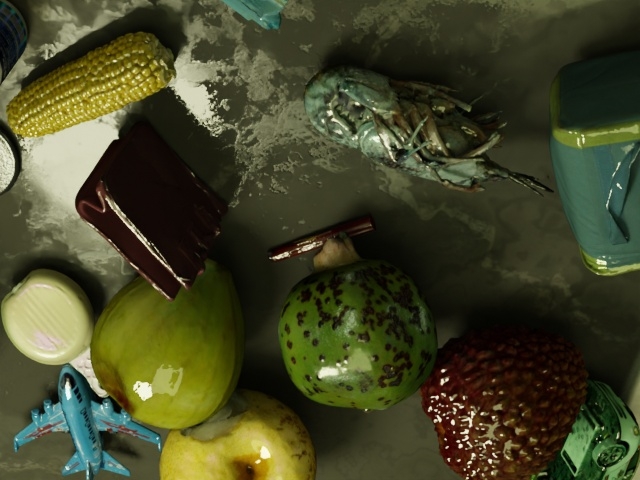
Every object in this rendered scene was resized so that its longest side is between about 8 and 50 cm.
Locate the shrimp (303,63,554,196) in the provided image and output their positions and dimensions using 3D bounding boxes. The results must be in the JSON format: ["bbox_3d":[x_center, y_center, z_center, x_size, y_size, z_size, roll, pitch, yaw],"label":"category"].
[{"bbox_3d":[0.152,-0.140,1.576,0.372,0.172,0.137,15,117,3],"label":"shrimp"}]

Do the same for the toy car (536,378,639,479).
[{"bbox_3d":[0.449,0.368,1.902,0.125,0.136,0.306,-3,126,-19],"label":"toy car"}]

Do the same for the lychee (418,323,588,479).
[{"bbox_3d":[0.290,0.243,1.780,0.271,0.271,0.271,2,123,3],"label":"lychee"}]

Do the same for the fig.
[{"bbox_3d":[-0.216,0.147,1.752,0.239,0.239,0.271,29,103,-14],"label":"fig"}]

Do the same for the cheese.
[{"bbox_3d":[-0.402,0.153,1.820,0.137,0.064,0.227,-41,91,1],"label":"cheese"}]

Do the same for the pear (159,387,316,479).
[{"bbox_3d":[-0.137,0.368,1.874,0.271,0.271,0.271,2,123,3],"label":"pear"}]

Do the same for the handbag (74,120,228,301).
[{"bbox_3d":[-0.238,-0.043,1.650,0.074,0.203,0.216,-28,116,29],"label":"handbag"}]

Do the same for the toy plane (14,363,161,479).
[{"bbox_3d":[-0.397,0.302,1.937,0.254,0.105,0.271,0,121,4],"label":"toy plane"}]

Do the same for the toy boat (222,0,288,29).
[{"bbox_3d":[-0.119,-0.375,1.511,0.215,0.088,0.102,35,84,-16],"label":"toy boat"}]

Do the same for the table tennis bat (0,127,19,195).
[{"bbox_3d":[-0.562,-0.143,1.714,0.236,0.027,0.150,28,120,-15],"label":"table tennis bat"}]

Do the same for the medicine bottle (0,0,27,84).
[{"bbox_3d":[-0.467,-0.248,1.540,0.107,0.191,0.107,2,122,3],"label":"medicine bottle"}]

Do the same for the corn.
[{"bbox_3d":[-0.323,-0.214,1.613,0.260,0.091,0.091,-22,115,19],"label":"corn"}]

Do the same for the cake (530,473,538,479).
[{"bbox_3d":[0.316,0.370,1.927,0.099,0.100,0.235,11,123,-3],"label":"cake"}]

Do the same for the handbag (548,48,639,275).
[{"bbox_3d":[0.444,-0.114,1.542,0.263,0.222,0.241,-10,126,12],"label":"handbag"}]

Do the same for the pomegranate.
[{"bbox_3d":[0.052,0.123,1.716,0.254,0.254,0.270,-17,85,14],"label":"pomegranate"}]

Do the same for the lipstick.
[{"bbox_3d":[0.000,0.001,1.762,0.176,0.027,0.027,-19,119,17],"label":"lipstick"}]
